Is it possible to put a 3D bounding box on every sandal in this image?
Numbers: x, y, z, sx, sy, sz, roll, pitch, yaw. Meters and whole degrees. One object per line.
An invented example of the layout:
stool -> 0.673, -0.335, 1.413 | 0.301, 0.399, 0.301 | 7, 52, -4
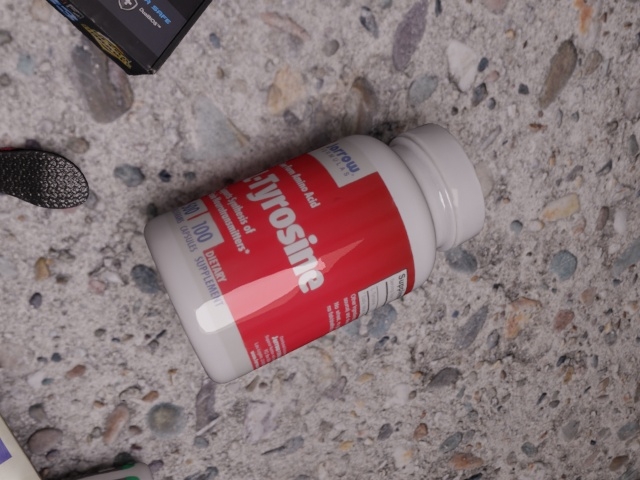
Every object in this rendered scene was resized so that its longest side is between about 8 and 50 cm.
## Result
sandal -> -0.364, -0.082, 0.721 | 0.179, 0.040, 0.067 | 10, 104, -13

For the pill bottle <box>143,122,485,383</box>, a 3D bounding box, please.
pill bottle -> 0.000, 0.000, 0.807 | 0.407, 0.229, 0.229 | -25, 121, -13

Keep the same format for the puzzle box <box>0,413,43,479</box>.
puzzle box -> -0.541, 0.332, 0.676 | 0.408, 0.052, 0.272 | -32, 91, -29

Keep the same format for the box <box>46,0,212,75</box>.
box -> -0.198, -0.370, 0.592 | 0.295, 0.073, 0.293 | 43, 76, -34

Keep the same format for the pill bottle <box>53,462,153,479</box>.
pill bottle -> -0.410, 0.448, 0.846 | 0.360, 0.204, 0.204 | -5, 115, -22
